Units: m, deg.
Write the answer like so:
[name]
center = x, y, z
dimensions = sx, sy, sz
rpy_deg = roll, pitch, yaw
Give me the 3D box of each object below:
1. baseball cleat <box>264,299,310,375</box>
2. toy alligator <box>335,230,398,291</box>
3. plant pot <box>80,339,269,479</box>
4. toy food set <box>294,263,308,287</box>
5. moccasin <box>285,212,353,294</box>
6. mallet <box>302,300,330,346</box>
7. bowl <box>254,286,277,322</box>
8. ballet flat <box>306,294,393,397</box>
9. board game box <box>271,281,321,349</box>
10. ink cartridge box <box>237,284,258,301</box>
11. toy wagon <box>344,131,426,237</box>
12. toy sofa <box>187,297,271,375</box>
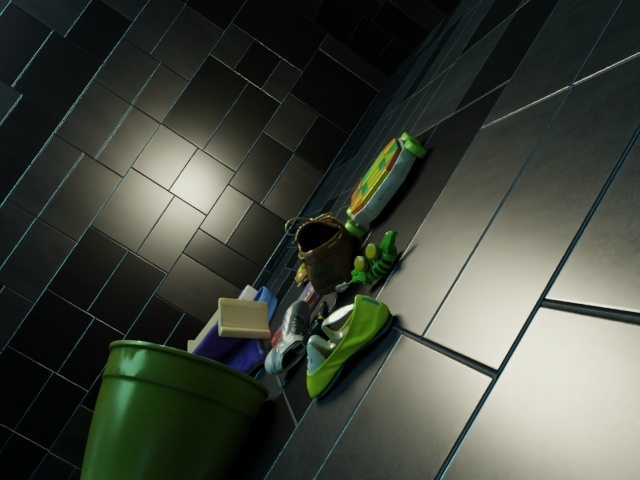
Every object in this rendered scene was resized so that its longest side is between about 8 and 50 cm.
[baseball cleat]
center = -0.053, 0.219, 1.243
dimensions = 0.109, 0.072, 0.205
rpy_deg = -26, 33, 48
[toy alligator]
center = 0.093, 0.058, 1.015
dimensions = 0.189, 0.056, 0.051
rpy_deg = -51, 50, 35
[plant pot]
center = -0.334, 0.444, 1.132
dimensions = 0.366, 0.367, 0.352
rpy_deg = -43, 27, 59
[toy food set]
center = -0.035, 0.081, 1.721
dimensions = 0.132, 0.039, 0.192
rpy_deg = -59, 8, -20
[moccasin]
center = -0.003, 0.001, 1.340
dimensions = 0.139, 0.146, 0.380
rpy_deg = -23, 17, 13
[mallet]
center = -0.006, 0.182, 1.183
dimensions = 0.062, 0.039, 0.189
rpy_deg = -58, 3, 8
[bowl]
center = -0.286, 0.355, 2.014
dimensions = 0.391, 0.077, 0.391
rpy_deg = -55, 8, 11
[ballet flat]
center = 0.024, 0.168, 0.877
dimensions = 0.231, 0.077, 0.077
rpy_deg = -52, 10, 31
[board game box]
center = -0.044, 0.175, 1.454
dimensions = 0.281, 0.027, 0.145
rpy_deg = -57, 9, -1
[ink cartridge box]
center = -0.295, 0.240, 2.052
dimensions = 0.122, 0.052, 0.088
rpy_deg = -62, 10, -27
[toy wagon]
center = 0.159, -0.159, 1.407
dimensions = 0.267, 0.068, 0.344
rpy_deg = -54, 9, 19
[toy sofa]
center = -0.287, 0.328, 1.625
dimensions = 0.362, 0.150, 0.177
rpy_deg = -48, 40, 48
